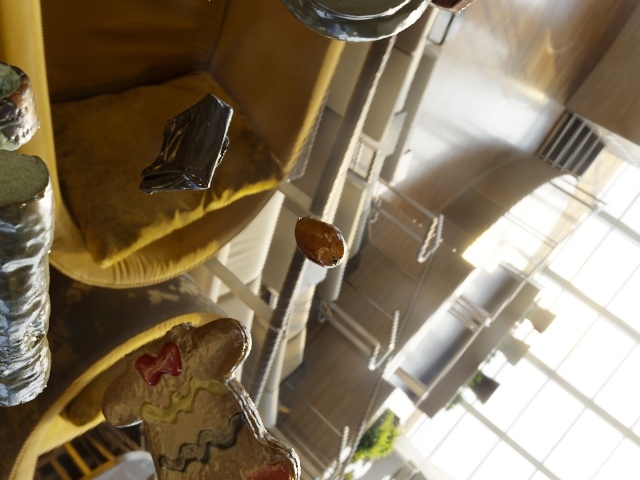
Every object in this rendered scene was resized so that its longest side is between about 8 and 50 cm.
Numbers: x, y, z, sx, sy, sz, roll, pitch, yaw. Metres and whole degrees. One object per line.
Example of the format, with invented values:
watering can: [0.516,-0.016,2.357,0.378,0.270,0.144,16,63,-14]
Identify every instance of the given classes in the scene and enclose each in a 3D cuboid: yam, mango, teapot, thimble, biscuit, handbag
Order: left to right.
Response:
thimble: [-0.810,-0.327,1.398,0.237,0.237,0.150,-33,151,-35]
yam: [-0.220,0.043,0.411,0.061,0.061,0.274,-30,162,-39]
handbag: [-0.385,-0.262,1.648,0.113,0.257,0.285,39,55,-44]
biscuit: [-0.260,0.370,1.151,0.368,0.394,0.076,-27,167,14]
mango: [0.000,0.000,1.004,0.063,0.127,0.077,-3,117,-39]
teapot: [0.094,-0.489,1.001,0.362,0.376,0.306,-89,-163,-72]
